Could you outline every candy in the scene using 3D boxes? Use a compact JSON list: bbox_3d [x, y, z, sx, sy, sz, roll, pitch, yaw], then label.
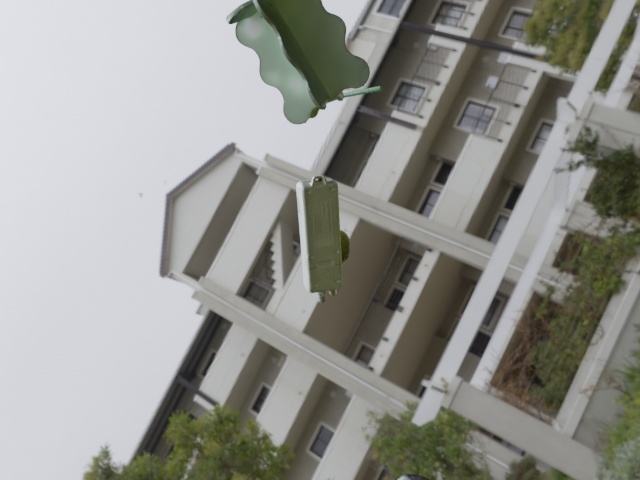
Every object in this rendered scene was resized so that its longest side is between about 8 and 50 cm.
[{"bbox_3d":[0.030,-0.276,1.058,0.058,0.194,0.062,57,-140,-40],"label":"candy"}]

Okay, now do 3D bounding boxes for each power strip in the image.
[{"bbox_3d":[0.000,0.000,1.360,0.098,0.058,0.338,-9,-70,-14],"label":"power strip"}]

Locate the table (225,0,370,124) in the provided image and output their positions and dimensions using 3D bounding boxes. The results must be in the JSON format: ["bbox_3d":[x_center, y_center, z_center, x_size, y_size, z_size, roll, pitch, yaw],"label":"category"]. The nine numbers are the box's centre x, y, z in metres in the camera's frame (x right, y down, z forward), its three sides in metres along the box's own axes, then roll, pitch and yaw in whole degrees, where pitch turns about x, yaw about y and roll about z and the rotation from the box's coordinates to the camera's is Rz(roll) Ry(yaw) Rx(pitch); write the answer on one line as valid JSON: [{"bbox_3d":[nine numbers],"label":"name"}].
[{"bbox_3d":[-0.030,-0.305,0.884,0.166,0.167,0.198,-40,-77,-41],"label":"table"}]

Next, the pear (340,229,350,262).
[{"bbox_3d":[0.042,0.015,1.487,0.092,0.097,0.092,-39,7,5],"label":"pear"}]

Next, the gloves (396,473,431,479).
[{"bbox_3d":[0.123,0.367,0.630,0.111,0.127,0.212,-35,11,3],"label":"gloves"}]
